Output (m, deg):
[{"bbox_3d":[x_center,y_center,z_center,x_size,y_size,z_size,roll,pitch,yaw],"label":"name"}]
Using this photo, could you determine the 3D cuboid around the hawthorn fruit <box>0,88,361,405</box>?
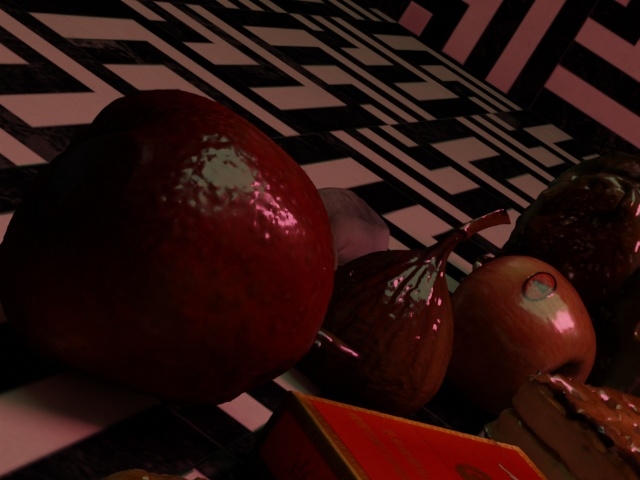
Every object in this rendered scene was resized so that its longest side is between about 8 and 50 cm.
[{"bbox_3d":[-0.076,0.016,1.138,0.266,0.210,0.230,26,-4,-16],"label":"hawthorn fruit"}]

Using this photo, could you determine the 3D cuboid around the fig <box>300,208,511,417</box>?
[{"bbox_3d":[0.075,0.047,1.372,0.134,0.201,0.146,32,18,-38],"label":"fig"}]

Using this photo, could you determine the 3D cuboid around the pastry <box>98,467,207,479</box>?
[{"bbox_3d":[-0.055,0.201,0.823,0.192,0.093,0.182,46,19,31],"label":"pastry"}]

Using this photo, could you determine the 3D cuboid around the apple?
[{"bbox_3d":[0.181,0.094,1.523,0.131,0.146,0.146,39,16,34],"label":"apple"}]

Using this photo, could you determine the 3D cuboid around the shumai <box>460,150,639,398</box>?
[{"bbox_3d":[0.254,0.066,1.721,0.288,0.291,0.330,-23,37,-26],"label":"shumai"}]

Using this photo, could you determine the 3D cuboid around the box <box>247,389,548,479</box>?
[{"bbox_3d":[0.083,0.193,1.169,0.240,0.074,0.153,18,16,-38],"label":"box"}]

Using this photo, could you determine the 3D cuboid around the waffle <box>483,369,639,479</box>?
[{"bbox_3d":[0.307,0.223,1.467,0.308,0.091,0.213,19,19,-43],"label":"waffle"}]

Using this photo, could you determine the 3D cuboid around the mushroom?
[{"bbox_3d":[-0.003,-0.004,1.590,0.092,0.081,0.223,57,17,5],"label":"mushroom"}]
